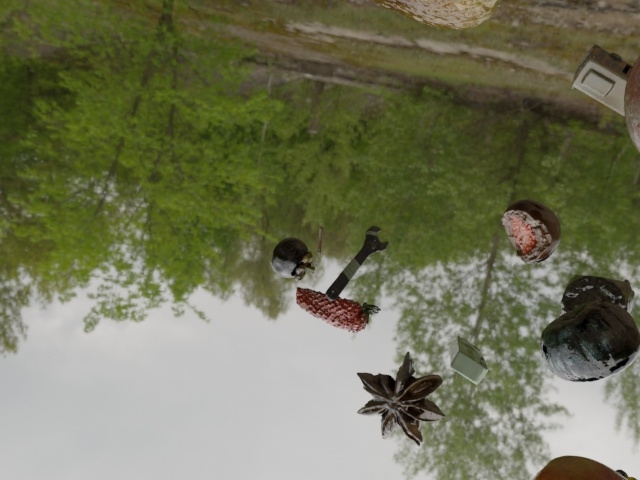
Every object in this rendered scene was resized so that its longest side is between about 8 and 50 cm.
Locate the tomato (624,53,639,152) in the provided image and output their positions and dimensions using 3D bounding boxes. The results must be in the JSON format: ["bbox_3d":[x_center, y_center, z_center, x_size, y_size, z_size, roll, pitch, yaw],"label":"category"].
[{"bbox_3d":[0.705,-0.254,1.050,0.317,0.316,0.282,20,-176,29],"label":"tomato"}]

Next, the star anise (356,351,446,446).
[{"bbox_3d":[0.248,0.502,1.923,0.315,0.315,0.108,19,-170,28],"label":"star anise"}]

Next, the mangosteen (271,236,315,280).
[{"bbox_3d":[-0.083,0.064,1.932,0.151,0.137,0.137,31,-163,11],"label":"mangosteen"}]

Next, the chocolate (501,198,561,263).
[{"bbox_3d":[0.464,-0.030,1.325,0.124,0.133,0.127,0,-137,27],"label":"chocolate"}]

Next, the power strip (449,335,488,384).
[{"bbox_3d":[0.430,0.345,1.765,0.091,0.062,0.385,33,-176,11],"label":"power strip"}]

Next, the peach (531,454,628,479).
[{"bbox_3d":[0.796,0.785,1.736,0.306,0.242,0.380,20,-171,-42],"label":"peach"}]

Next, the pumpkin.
[{"bbox_3d":[0.643,0.241,1.430,0.163,0.233,0.233,59,-154,9],"label":"pumpkin"}]

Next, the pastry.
[{"bbox_3d":[0.164,-0.459,0.995,0.330,0.136,0.329,25,-170,-5],"label":"pastry"}]

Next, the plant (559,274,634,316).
[{"bbox_3d":[0.811,0.193,1.767,0.188,0.199,0.276,11,177,32],"label":"plant"}]

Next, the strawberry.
[{"bbox_3d":[0.050,0.234,1.953,0.286,0.106,0.188,14,167,-2],"label":"strawberry"}]

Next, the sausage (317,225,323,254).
[{"bbox_3d":[0.000,0.000,1.990,0.015,0.100,0.015,5,-168,-1],"label":"sausage"}]

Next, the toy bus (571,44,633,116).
[{"bbox_3d":[0.678,-0.361,1.382,0.182,0.091,0.103,36,-132,12],"label":"toy bus"}]

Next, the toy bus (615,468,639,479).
[{"bbox_3d":[1.010,0.916,2.125,0.145,0.151,0.331,31,148,-11],"label":"toy bus"}]

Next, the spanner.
[{"bbox_3d":[0.118,0.077,1.910,0.087,0.316,0.024,43,150,-6],"label":"spanner"}]
